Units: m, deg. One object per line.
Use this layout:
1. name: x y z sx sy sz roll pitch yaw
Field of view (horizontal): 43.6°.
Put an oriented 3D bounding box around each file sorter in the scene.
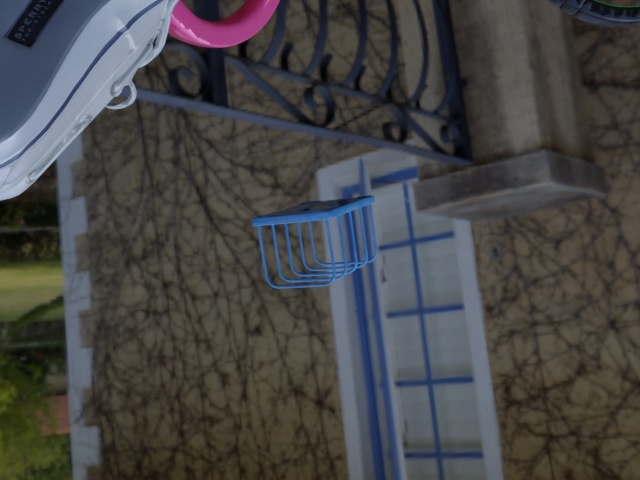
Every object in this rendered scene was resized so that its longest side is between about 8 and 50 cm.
1. file sorter: 0.000 0.000 1.160 0.118 0.104 0.170 -5 -172 26

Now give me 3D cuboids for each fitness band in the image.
1. fitness band: -0.136 -0.350 0.874 0.054 0.209 0.290 18 152 38

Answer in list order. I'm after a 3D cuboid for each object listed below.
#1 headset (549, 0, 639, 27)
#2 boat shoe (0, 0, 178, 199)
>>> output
1. headset: 0.327 -0.440 1.032 0.394 0.243 0.185 37 -175 1
2. boat shoe: -0.212 -0.184 0.740 0.136 0.367 0.156 24 156 5
